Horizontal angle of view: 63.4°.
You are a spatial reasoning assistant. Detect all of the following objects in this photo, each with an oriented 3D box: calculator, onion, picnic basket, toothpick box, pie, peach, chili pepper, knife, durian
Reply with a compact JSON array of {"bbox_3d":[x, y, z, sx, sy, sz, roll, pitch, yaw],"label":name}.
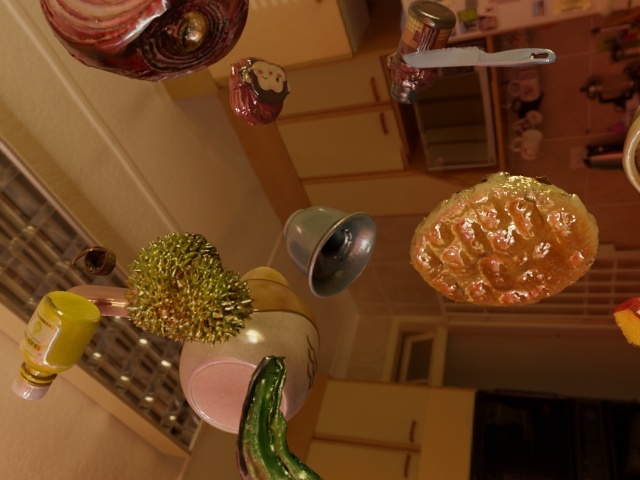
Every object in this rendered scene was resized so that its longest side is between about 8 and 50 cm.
[{"bbox_3d":[-0.545,0.149,1.340,0.330,0.220,0.048,-174,90,-72],"label":"calculator"},{"bbox_3d":[-0.221,-0.303,0.669,0.216,0.207,0.206,55,-163,12],"label":"onion"},{"bbox_3d":[-0.495,0.040,1.129,0.083,0.072,0.072,29,-119,-65],"label":"picnic basket"},{"bbox_3d":[-0.205,0.324,1.569,0.425,0.409,0.408,-74,-28,-61],"label":"toothpick box"},{"bbox_3d":[0.345,0.011,0.985,0.083,0.340,0.339,-79,-26,-46],"label":"pie"},{"bbox_3d":[0.798,0.195,1.258,0.151,0.151,0.118,-44,-40,-60],"label":"peach"},{"bbox_3d":[-0.011,0.272,0.593,0.279,0.122,0.065,49,-178,10],"label":"chili pepper"},{"bbox_3d":[0.316,-0.377,1.065,0.019,0.313,0.044,-3,-81,-63],"label":"knife"},{"bbox_3d":[-0.285,0.110,1.089,0.225,0.291,0.291,-43,-39,-7],"label":"durian"}]

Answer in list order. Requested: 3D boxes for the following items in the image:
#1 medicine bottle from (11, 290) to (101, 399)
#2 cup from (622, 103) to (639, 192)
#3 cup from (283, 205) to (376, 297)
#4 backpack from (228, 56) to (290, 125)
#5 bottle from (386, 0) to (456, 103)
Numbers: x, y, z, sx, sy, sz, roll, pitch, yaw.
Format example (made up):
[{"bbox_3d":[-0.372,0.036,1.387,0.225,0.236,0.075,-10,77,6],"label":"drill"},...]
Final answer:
[{"bbox_3d":[-0.553,0.221,1.065,0.212,0.122,0.122,-59,-24,6],"label":"medicine bottle"},{"bbox_3d":[0.607,-0.132,0.804,0.255,0.173,0.202,44,-135,7],"label":"cup"},{"bbox_3d":[0.000,0.000,1.095,0.199,0.150,0.199,-32,-41,-32],"label":"cup"},{"bbox_3d":[-0.209,-0.488,1.713,0.229,0.139,0.229,-8,-78,-45],"label":"backpack"},{"bbox_3d":[0.260,-0.509,1.432,0.143,0.156,0.271,-27,-31,-36],"label":"bottle"}]
